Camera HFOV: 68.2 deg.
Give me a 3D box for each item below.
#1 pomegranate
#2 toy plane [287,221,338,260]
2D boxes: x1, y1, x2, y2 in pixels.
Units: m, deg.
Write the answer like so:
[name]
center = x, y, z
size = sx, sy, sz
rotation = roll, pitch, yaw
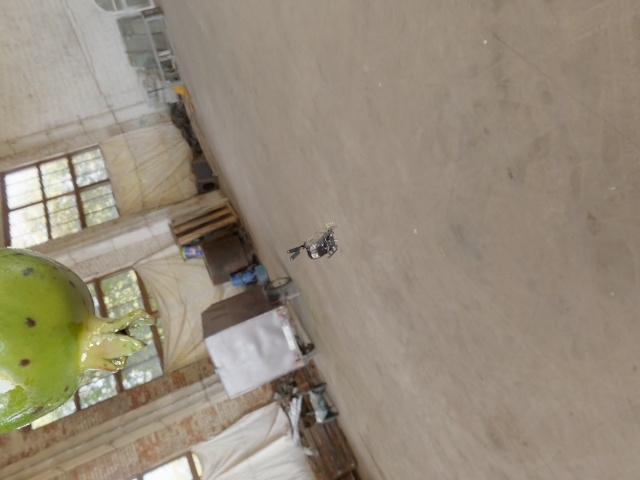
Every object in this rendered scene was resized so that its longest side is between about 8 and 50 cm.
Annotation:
[pomegranate]
center = -0.414, 0.134, 0.670
size = 0.260, 0.341, 0.260
rotation = 177, 90, -81
[toy plane]
center = 0.000, 0.000, 0.647
size = 0.121, 0.049, 0.031
rotation = -43, -58, -59
